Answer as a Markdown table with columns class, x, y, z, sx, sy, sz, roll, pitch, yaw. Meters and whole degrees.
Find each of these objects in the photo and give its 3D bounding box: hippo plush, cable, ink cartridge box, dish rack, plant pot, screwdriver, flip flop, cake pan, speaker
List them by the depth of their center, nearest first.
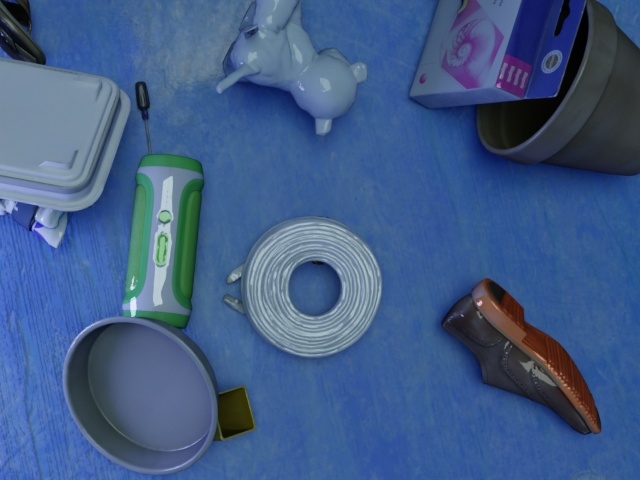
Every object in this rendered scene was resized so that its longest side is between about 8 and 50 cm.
| class | x | y | z | sx | sy | sz | roll | pitch | yaw |
| --- | --- | --- | --- | --- | --- | --- | --- | --- | --- |
| dish rack | -0.509 | -0.200 | 1.690 | 0.332 | 0.072 | 0.286 | 10 | 56 | 0 |
| cake pan | -0.299 | 0.257 | 1.707 | 0.293 | 0.054 | 0.293 | 6 | 109 | 18 |
| plant pot | -0.177 | 0.308 | 1.766 | 0.081 | 0.083 | 0.082 | -10 | 82 | -46 |
| speaker | -0.277 | 0.003 | 1.772 | 0.131 | 0.131 | 0.297 | 5 | 82 | -7 |
| hippo plush | -0.029 | -0.335 | 1.782 | 0.236 | 0.294 | 0.234 | 26 | 102 | -11 |
| ink cartridge box | 0.325 | -0.405 | 1.805 | 0.071 | 0.330 | 0.324 | 24 | 79 | -32 |
| cable | -0.015 | 0.082 | 1.808 | 0.257 | 0.089 | 0.257 | 41 | 84 | -2 |
| flip flop | -0.574 | -0.432 | 1.808 | 0.080 | 0.112 | 0.277 | -34 | 83 | -24 |
| plant pot | 0.491 | -0.255 | 1.831 | 0.280 | 0.323 | 0.323 | 22 | 81 | -20 |
| screwdriver | -0.321 | -0.209 | 1.851 | 0.024 | 0.025 | 0.170 | -8 | 93 | -9 |

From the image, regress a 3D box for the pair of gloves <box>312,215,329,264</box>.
| class | x | y | z | sx | sy | sz | roll | pitch | yaw |
| --- | --- | --- | --- | --- | --- | --- | --- | --- | --- |
| pair of gloves | 0.000 | 0.000 | 1.866 | 0.083 | 0.010 | 0.074 | -41 | 89 | -11 |

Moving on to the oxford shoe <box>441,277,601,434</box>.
| class | x | y | z | sx | sy | sz | roll | pitch | yaw |
| --- | --- | --- | --- | --- | --- | --- | --- | --- | --- |
| oxford shoe | 0.375 | 0.234 | 1.851 | 0.132 | 0.130 | 0.364 | -40 | 97 | 23 |

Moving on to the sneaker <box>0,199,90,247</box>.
| class | x | y | z | sx | sy | sz | roll | pitch | yaw |
| --- | --- | --- | --- | --- | --- | --- | --- | --- | --- |
| sneaker | -0.554 | -0.067 | 1.741 | 0.322 | 0.130 | 0.236 | -33 | 82 | -16 |

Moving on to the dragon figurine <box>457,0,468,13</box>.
| class | x | y | z | sx | sy | sz | roll | pitch | yaw |
| --- | --- | --- | --- | --- | --- | --- | --- | --- | --- |
| dragon figurine | 0.199 | -0.538 | 1.891 | 0.085 | 0.144 | 0.289 | -7 | 80 | -52 |
